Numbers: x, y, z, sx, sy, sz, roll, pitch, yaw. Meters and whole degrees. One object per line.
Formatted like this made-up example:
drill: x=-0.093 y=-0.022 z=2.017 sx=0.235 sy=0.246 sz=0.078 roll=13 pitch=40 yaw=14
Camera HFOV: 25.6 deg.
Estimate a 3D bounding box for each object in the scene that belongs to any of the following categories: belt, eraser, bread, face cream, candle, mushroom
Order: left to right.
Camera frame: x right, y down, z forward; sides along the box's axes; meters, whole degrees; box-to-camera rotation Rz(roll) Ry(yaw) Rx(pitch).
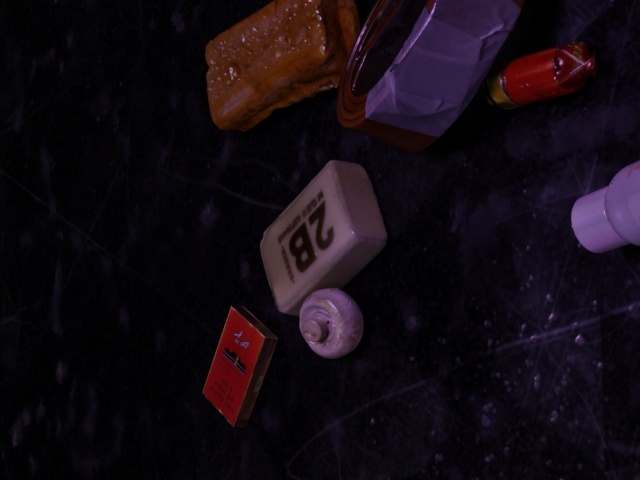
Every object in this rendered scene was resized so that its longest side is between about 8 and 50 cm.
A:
bread: x=-0.050 y=-0.223 z=1.751 sx=0.271 sy=0.077 sz=0.139 roll=-24 pitch=70 yaw=50
eraser: x=0.000 y=0.000 z=1.667 sx=0.172 sy=0.058 sz=0.117 roll=-45 pitch=51 yaw=40
mushroom: x=0.010 y=0.096 z=1.630 sx=0.083 sy=0.067 sz=0.084 roll=9 pitch=104 yaw=36
belt: x=0.114 y=-0.212 z=1.475 sx=0.261 sy=0.105 sz=0.184 roll=-51 pitch=27 yaw=35
candle: x=0.223 y=-0.165 z=1.407 sx=0.130 sy=0.052 sz=0.052 roll=-12 pitch=75 yaw=51
face cream: x=0.329 y=-0.049 z=1.223 sx=0.269 sy=0.082 sz=0.082 roll=-23 pitch=67 yaw=48

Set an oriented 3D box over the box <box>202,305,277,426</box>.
box: x=-0.105 y=0.162 z=1.811 sx=0.090 sy=0.023 sz=0.133 roll=40 pitch=116 yaw=46
